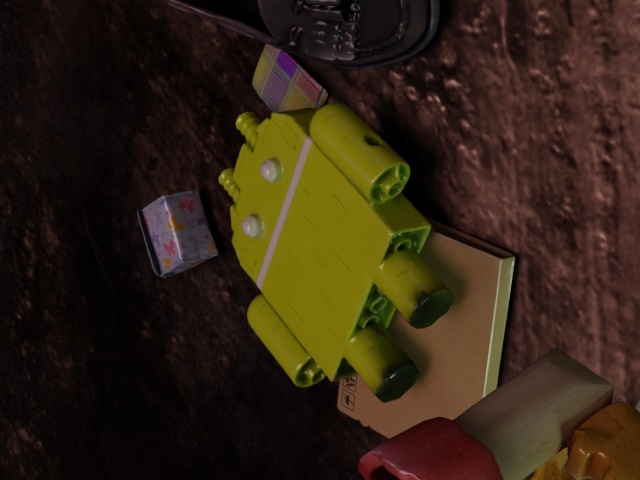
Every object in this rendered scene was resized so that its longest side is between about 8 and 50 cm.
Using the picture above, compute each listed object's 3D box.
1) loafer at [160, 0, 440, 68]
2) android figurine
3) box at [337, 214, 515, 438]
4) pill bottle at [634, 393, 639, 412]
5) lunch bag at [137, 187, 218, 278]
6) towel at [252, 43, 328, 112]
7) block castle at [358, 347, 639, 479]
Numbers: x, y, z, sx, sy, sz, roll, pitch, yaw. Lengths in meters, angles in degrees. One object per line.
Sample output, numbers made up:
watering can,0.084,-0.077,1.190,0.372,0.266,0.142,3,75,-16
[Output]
loafer,-0.039,-0.200,1.192,0.302,0.095,0.109,21,116,43
android figurine,0.000,0.000,1.211,0.273,0.056,0.248,50,136,32
box,0.083,0.080,1.196,0.164,0.021,0.201,25,118,42
pill bottle,0.314,0.156,0.877,0.245,0.136,0.136,44,130,30
lunch bag,-0.144,-0.004,1.399,0.083,0.053,0.071,-23,82,57
towel,-0.028,-0.132,1.265,0.083,0.009,0.060,48,132,28
block castle,0.155,0.321,0.941,0.303,0.212,0.453,43,151,30
